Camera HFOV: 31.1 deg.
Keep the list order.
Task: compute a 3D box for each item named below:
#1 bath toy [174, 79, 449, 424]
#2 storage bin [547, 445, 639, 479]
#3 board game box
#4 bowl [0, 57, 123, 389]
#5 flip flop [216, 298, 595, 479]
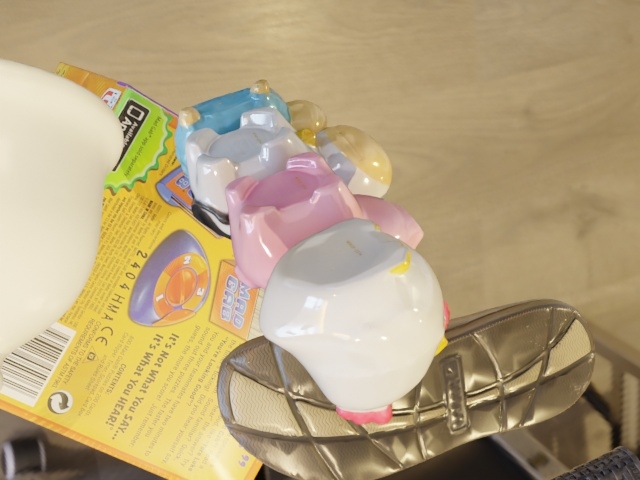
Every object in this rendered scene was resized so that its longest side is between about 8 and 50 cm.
[{"bbox_3d":[0.000,0.000,0.789,0.151,0.348,0.129,-18,120,-8],"label":"bath toy"},{"bbox_3d":[0.211,0.252,0.897,0.084,0.122,0.180,-20,155,-16],"label":"storage bin"},{"bbox_3d":[-0.213,0.039,1.381,0.356,0.356,0.356,30,88,-27],"label":"board game box"},{"bbox_3d":[-0.241,0.021,0.581,0.298,0.298,0.134,-4,75,-26],"label":"bowl"},{"bbox_3d":[0.060,0.092,0.805,0.277,0.080,0.112,-11,105,-20],"label":"flip flop"}]
